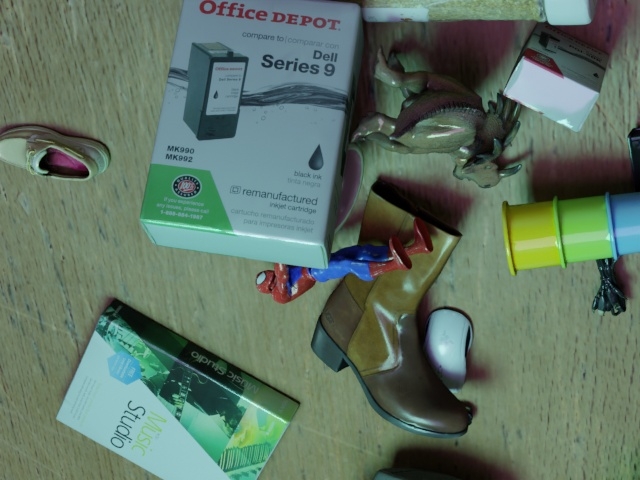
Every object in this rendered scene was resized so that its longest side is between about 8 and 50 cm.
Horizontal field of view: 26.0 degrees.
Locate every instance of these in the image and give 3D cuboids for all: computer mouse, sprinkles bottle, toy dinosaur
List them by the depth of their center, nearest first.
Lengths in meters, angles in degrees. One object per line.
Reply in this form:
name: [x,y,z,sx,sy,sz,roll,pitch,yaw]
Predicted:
sprinkles bottle: [0.139,-0.311,1.598,0.355,0.121,0.121,3,120,18]
toy dinosaur: [0.152,-0.142,1.635,0.200,0.295,0.127,19,94,6]
computer mouse: [0.166,0.183,1.923,0.106,0.042,0.193,11,122,14]

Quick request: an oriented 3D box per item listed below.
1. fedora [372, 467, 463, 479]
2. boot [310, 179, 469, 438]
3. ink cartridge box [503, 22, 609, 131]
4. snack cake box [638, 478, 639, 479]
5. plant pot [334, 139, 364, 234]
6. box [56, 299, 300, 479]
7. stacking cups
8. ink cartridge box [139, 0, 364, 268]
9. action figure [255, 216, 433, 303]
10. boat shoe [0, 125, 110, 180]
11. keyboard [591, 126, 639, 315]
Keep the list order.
fedora: [0.159,0.402,1.961,0.275,0.243,0.124,26,100,48]
boot: [0.132,0.095,1.836,0.264,0.096,0.280,41,125,28]
ink cartridge box: [0.276,-0.194,1.611,0.099,0.135,0.056,26,121,2]
snack cake box: [0.431,0.448,1.912,0.089,0.152,0.264,31,127,24]
plant pot: [-0.054,-0.090,1.720,0.180,0.201,0.201,23,125,24]
box: [-0.220,0.258,2.089,0.322,0.058,0.232,28,124,0]
stacking cups: [0.382,-0.022,1.674,0.316,0.096,0.096,-7,117,10]
ink cartridge box: [-0.074,-0.131,1.580,0.211,0.289,0.121,7,166,5]
action figure: [0.000,0.000,1.803,0.280,0.091,0.139,-21,98,42]
boat shoe: [-0.381,-0.117,1.923,0.170,0.059,0.063,7,121,15]
keyboard: [0.429,0.003,1.737,0.201,0.033,0.317,-8,115,15]
